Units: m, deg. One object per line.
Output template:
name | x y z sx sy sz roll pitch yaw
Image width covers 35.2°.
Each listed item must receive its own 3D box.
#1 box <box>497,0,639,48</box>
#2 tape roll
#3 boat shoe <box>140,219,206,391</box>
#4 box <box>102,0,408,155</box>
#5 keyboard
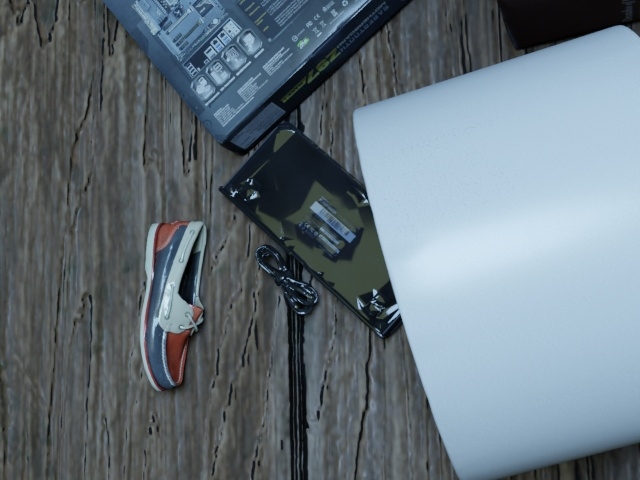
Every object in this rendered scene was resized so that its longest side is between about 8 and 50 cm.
box | 0.293 -0.274 0.672 0.381 0.143 0.191 -10 81 13
tape roll | 0.135 0.011 0.618 0.169 0.246 0.246 -16 79 8
boat shoe | -0.113 0.050 0.799 0.043 0.049 0.137 -2 78 14
box | -0.042 -0.212 0.802 0.232 0.059 0.183 -43 74 8
keyboard | 0.000 0.000 0.784 0.180 0.023 0.108 42 89 18
